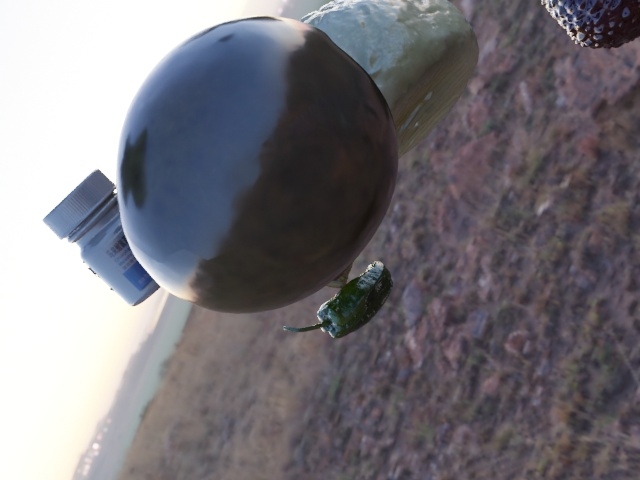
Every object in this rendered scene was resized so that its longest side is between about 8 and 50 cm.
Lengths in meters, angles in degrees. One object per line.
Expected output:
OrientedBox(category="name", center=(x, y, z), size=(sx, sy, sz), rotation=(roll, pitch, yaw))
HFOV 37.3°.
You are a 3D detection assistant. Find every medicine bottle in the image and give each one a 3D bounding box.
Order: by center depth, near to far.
OrientedBox(category="medicine bottle", center=(-0.270, -0.003, 1.246), size=(0.105, 0.168, 0.105), rotation=(-42, 12, 11))

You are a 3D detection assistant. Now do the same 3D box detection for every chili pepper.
OrientedBox(category="chili pepper", center=(0.046, 0.111, 1.513), size=(0.204, 0.072, 0.073), rotation=(-39, 22, -31))

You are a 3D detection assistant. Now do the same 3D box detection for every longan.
OrientedBox(category="longan", center=(-0.068, -0.080, 1.017), size=(0.319, 0.319, 0.318), rotation=(-158, 90, -82))

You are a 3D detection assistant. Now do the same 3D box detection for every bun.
OrientedBox(category="bun", center=(0.051, -0.225, 1.367), size=(0.349, 0.227, 0.352), rotation=(-48, -9, 23))

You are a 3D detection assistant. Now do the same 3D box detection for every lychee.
OrientedBox(category="lychee", center=(0.545, -0.498, 1.772), size=(0.271, 0.271, 0.271), rotation=(-158, 90, -82))

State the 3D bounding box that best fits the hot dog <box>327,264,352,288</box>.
OrientedBox(category="hot dog", center=(0.000, 0.000, 1.551), size=(0.146, 0.103, 0.213), rotation=(-64, -23, -8))
